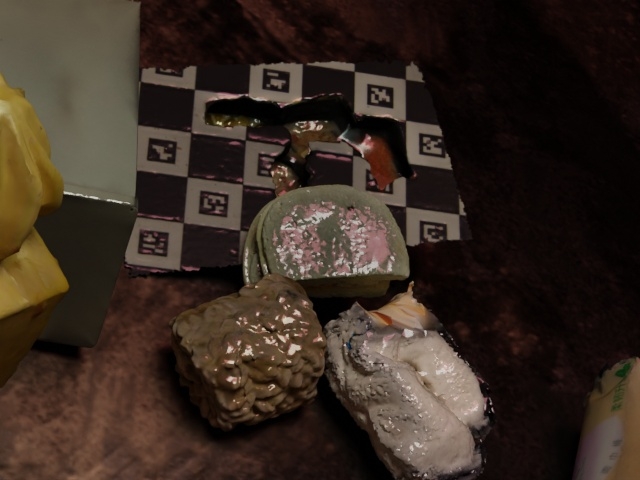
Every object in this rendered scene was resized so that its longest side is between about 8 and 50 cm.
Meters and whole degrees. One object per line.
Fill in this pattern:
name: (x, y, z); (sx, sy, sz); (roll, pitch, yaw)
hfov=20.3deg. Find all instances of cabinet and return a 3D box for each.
cabinet: (-0.209, -0.061, 1.224); (0.150, 0.145, 0.206); (10, 45, -13)

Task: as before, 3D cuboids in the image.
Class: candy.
candy: (-0.048, 0.079, 1.253); (0.110, 0.085, 0.095); (-13, 49, -26)

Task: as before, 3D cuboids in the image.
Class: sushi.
sushi: (-0.035, -0.056, 1.405); (0.279, 0.043, 0.192); (-6, 59, -17)

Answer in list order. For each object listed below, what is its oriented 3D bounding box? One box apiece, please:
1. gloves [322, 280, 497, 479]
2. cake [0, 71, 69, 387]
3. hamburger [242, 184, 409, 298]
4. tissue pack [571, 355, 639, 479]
gloves: (0.067, 0.113, 1.291); (0.114, 0.070, 0.153); (-13, 64, -49)
cake: (-0.293, 0.019, 1.000); (0.222, 0.286, 0.227); (44, 43, 14)
hamburger: (0.000, -0.002, 1.321); (0.121, 0.054, 0.084); (-5, 71, -9)
tissue pack: (0.274, 0.227, 1.266); (0.215, 0.123, 0.257); (25, 41, -5)
